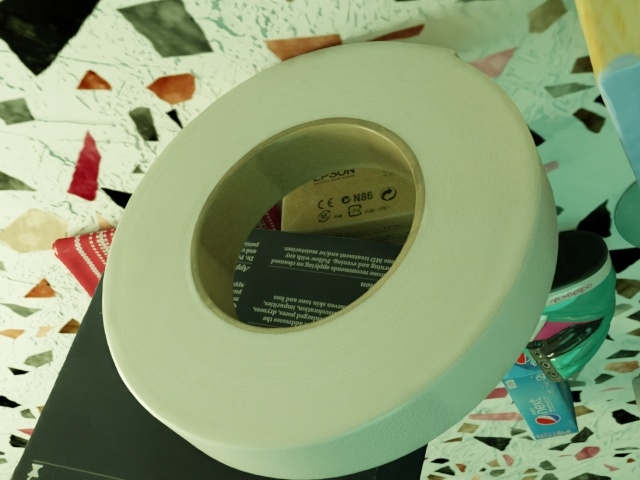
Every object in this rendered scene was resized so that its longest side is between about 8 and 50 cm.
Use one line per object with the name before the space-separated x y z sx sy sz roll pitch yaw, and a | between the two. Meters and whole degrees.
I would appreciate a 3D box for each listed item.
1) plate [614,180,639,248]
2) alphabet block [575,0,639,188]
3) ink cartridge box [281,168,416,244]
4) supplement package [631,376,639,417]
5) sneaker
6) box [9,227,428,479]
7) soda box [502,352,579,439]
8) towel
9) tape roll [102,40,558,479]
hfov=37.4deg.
plate | 0.427 -0.032 1.057 0.188 0.024 0.188 -1 145 0
alphabet block | 0.308 -0.166 0.726 0.192 0.197 0.193 -18 141 20
ink cartridge box | 0.097 -0.005 1.030 0.234 0.088 0.193 -11 144 13
supplement package | 0.599 0.266 1.374 0.244 0.134 0.139 21 139 -27
sneaker | 0.228 0.104 1.163 0.295 0.124 0.178 -18 131 20
box | -0.072 0.163 0.941 0.343 0.312 0.179 7 148 19
soda box | 0.309 0.206 1.337 0.067 0.071 0.210 -14 142 18
towel | -0.156 0.035 1.128 0.275 0.031 0.199 -11 140 10
tape roll | 0.000 0.000 0.785 0.392 0.392 0.072 -16 142 19
